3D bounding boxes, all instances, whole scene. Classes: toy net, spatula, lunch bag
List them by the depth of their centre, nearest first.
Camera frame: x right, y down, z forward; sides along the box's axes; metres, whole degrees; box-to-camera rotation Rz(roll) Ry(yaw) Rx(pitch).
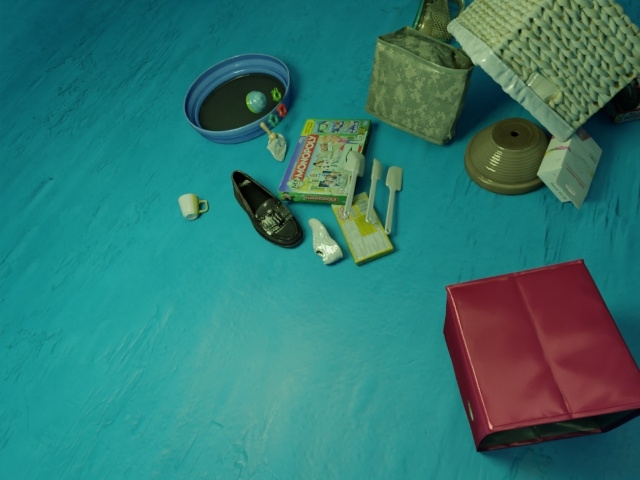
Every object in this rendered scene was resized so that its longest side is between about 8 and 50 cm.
[{"bbox_3d":[0.138,-0.136,1.207,0.168,0.019,0.242,21,57,-12],"label":"spatula"},{"bbox_3d":[0.291,-0.435,1.257,0.168,0.235,0.287,-34,59,-31],"label":"lunch bag"},{"bbox_3d":[-0.153,-0.364,1.406,0.045,0.233,0.122,-9,9,45],"label":"toy net"}]

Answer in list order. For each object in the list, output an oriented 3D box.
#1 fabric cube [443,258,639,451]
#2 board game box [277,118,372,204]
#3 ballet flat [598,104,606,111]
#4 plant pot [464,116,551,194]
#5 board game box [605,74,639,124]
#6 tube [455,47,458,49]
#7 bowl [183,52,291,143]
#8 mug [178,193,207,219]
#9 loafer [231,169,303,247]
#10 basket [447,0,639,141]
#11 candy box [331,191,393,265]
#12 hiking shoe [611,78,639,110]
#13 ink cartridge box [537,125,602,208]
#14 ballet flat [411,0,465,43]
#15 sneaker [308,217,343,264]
[{"bbox_3d":[0.386,0.226,0.829,0.258,0.254,0.258,-13,57,7],"label":"fabric cube"},{"bbox_3d":[0.020,-0.243,1.318,0.213,0.046,0.318,6,56,16],"label":"board game box"},{"bbox_3d":[0.700,-0.406,1.254,0.074,0.074,0.203,-36,63,-9],"label":"ballet flat"},{"bbox_3d":[0.507,-0.246,1.175,0.237,0.110,0.238,-7,57,11],"label":"plant pot"},{"bbox_3d":[0.880,-0.402,1.211,0.193,0.045,0.147,-10,57,9],"label":"board game box"},{"bbox_3d":[0.334,-0.608,1.473,0.240,0.062,0.070,11,22,26],"label":"tube"},{"bbox_3d":[-0.284,-0.498,1.551,0.390,0.077,0.392,-6,58,10],"label":"bowl"},{"bbox_3d":[-0.391,-0.102,1.346,0.078,0.062,0.064,-21,64,9],"label":"mug"},{"bbox_3d":[-0.167,-0.094,1.260,0.109,0.095,0.302,-40,58,-11],"label":"loafer"},{"bbox_3d":[0.538,-0.479,1.070,0.266,0.328,0.331,-45,26,31],"label":"basket"},{"bbox_3d":[0.110,-0.036,1.194,0.105,0.027,0.206,-22,56,2],"label":"candy box"},{"bbox_3d":[0.759,-0.461,1.209,0.132,0.113,0.304,-31,57,36],"label":"hiking shoe"},{"bbox_3d":[0.613,-0.179,1.096,0.198,0.115,0.067,-58,19,-22],"label":"ink cartridge box"},{"bbox_3d":[0.425,-0.876,1.575,0.181,0.164,0.484,11,66,-4],"label":"ballet flat"},{"bbox_3d":[0.000,0.000,1.186,0.061,0.054,0.152,-33,58,-3],"label":"sneaker"}]
